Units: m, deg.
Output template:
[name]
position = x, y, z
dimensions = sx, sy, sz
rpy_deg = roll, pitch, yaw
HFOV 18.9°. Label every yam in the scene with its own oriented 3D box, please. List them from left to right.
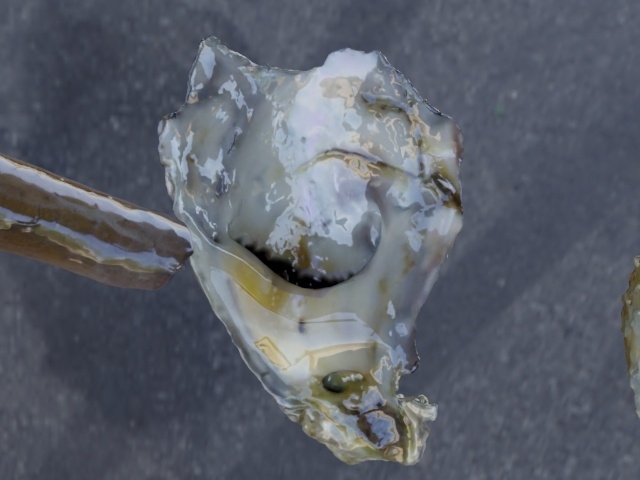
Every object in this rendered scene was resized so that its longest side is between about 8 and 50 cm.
[yam]
position = -0.183, -0.030, 0.867
dimensions = 0.264, 0.046, 0.046
rpy_deg = 19, 50, -17

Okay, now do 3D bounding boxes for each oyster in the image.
[oyster]
position = 0.001, -0.002, 1.361
dimensions = 0.275, 0.271, 0.100
rpy_deg = 29, 10, 3

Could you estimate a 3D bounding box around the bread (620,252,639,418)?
[bread]
position = 0.239, 0.015, 0.852
dimensions = 0.176, 0.195, 0.246
rpy_deg = 40, 41, 22
